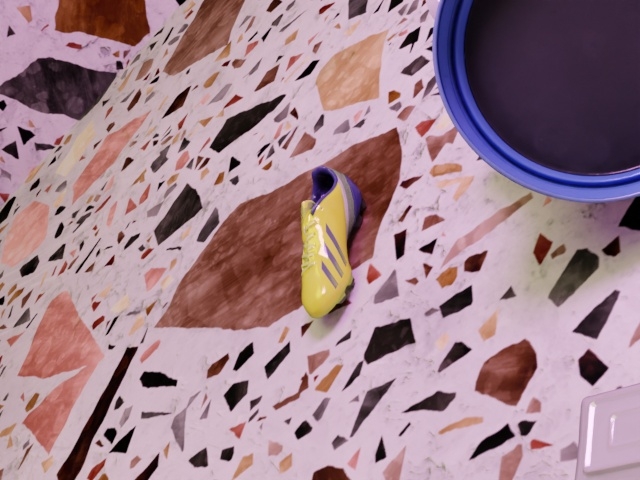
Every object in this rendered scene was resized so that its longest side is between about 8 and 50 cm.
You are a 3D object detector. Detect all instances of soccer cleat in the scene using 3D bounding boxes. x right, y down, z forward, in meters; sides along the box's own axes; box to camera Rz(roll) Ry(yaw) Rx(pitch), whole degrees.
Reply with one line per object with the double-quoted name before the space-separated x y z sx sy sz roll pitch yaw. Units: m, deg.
"soccer cleat" -0.001 0.000 1.885 0.093 0.121 0.289 -26 37 36

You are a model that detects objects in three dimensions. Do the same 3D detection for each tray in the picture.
"tray" 0.381 0.193 1.222 0.270 0.030 0.145 -23 39 39

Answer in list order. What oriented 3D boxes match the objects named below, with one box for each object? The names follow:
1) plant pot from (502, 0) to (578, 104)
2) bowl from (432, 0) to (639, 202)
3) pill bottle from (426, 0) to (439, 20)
"plant pot" 0.321 -0.233 1.609 0.212 0.236 0.236 -54 29 5
"bowl" 0.336 -0.242 1.415 0.391 0.391 0.077 -42 -7 14
"pill bottle" 0.295 -0.454 2.007 0.221 0.124 0.124 -26 36 35
